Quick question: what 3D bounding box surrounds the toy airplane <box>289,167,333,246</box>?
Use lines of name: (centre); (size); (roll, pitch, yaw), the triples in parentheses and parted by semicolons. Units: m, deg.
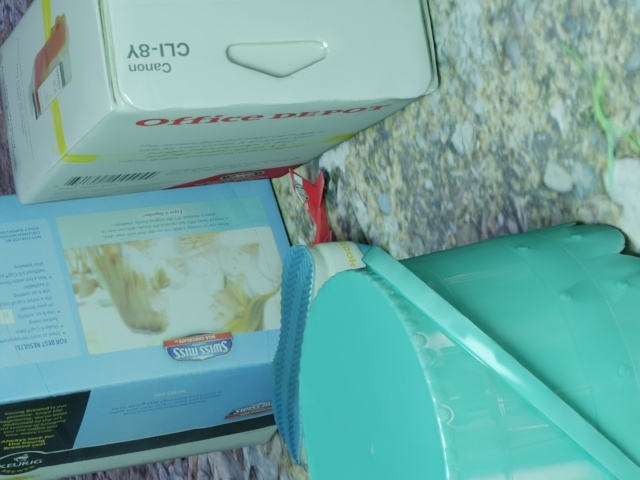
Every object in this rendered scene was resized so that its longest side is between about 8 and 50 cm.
toy airplane: (0.000, 0.000, 1.495); (0.151, 0.028, 0.151); (169, 90, -76)

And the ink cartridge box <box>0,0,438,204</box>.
ink cartridge box: (-0.104, -0.152, 1.376); (0.384, 0.279, 0.160); (158, 104, -66)

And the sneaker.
sneaker: (0.010, 0.107, 1.419); (0.087, 0.092, 0.229); (-126, 39, -51)

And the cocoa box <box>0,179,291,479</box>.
cocoa box: (-0.209, 0.091, 1.609); (0.228, 0.347, 0.231); (119, 138, -54)

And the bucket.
bucket: (0.113, 0.124, 1.067); (0.281, 0.183, 0.281); (172, 90, -67)
